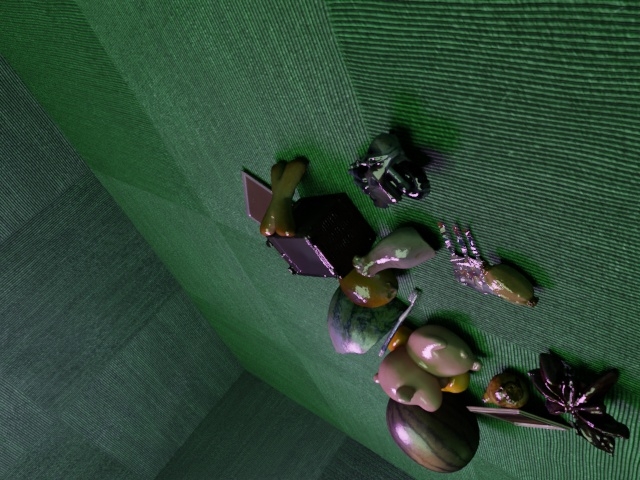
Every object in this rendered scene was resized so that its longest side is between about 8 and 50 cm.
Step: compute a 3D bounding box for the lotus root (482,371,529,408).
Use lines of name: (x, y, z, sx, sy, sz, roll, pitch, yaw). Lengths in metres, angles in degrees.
lotus root: (0.528, 0.437, 1.642, 0.108, 0.094, 0.191, 45, 163, 9)

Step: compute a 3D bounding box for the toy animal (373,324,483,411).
toy animal: (0.318, 0.413, 1.714, 0.277, 0.247, 0.345, 46, 156, -10)

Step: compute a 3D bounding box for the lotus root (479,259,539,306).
lotus root: (0.414, 0.093, 1.258, 0.150, 0.062, 0.073, 37, 148, 9)

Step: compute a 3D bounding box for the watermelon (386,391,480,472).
watermelon: (0.375, 0.620, 1.945, 0.359, 0.279, 0.279, 42, 156, 0)

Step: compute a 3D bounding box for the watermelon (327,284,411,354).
watermelon: (0.127, 0.256, 1.823, 0.256, 0.260, 0.176, 42, 176, 41)

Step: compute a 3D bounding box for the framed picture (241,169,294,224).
framed picture: (-0.165, -0.099, 1.843, 0.216, 0.016, 0.273, 36, 155, 14)

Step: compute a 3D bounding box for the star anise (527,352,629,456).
star anise: (0.628, 0.387, 1.379, 0.282, 0.129, 0.212, 22, 145, 54)

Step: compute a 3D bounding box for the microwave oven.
microwave oven: (0.000, -0.002, 1.569, 0.247, 0.178, 0.188, 1, 132, 56)

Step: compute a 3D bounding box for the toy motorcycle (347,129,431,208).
toy motorcycle: (0.131, -0.150, 1.217, 0.159, 0.106, 0.270, 53, 164, -17)

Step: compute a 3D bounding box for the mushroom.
mushroom: (0.179, 0.037, 1.415, 0.225, 0.093, 0.116, -24, 130, 27)

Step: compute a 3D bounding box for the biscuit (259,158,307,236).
biscuit: (-0.105, -0.113, 1.523, 0.047, 0.208, 0.164, 14, 172, -31)

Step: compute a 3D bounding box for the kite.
kite: (0.347, 0.046, 1.335, 0.141, 0.015, 0.245, 12, 147, 45)

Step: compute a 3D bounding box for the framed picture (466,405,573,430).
framed picture: (0.593, 0.537, 1.712, 0.197, 0.014, 0.252, 21, 160, -15)

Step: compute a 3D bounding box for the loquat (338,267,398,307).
loquat: (0.139, 0.117, 1.609, 0.195, 0.152, 0.152, 27, 154, 46)

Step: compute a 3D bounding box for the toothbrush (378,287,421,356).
toothbrush: (0.230, 0.250, 1.688, 0.026, 0.024, 0.288, 38, 129, 21)
